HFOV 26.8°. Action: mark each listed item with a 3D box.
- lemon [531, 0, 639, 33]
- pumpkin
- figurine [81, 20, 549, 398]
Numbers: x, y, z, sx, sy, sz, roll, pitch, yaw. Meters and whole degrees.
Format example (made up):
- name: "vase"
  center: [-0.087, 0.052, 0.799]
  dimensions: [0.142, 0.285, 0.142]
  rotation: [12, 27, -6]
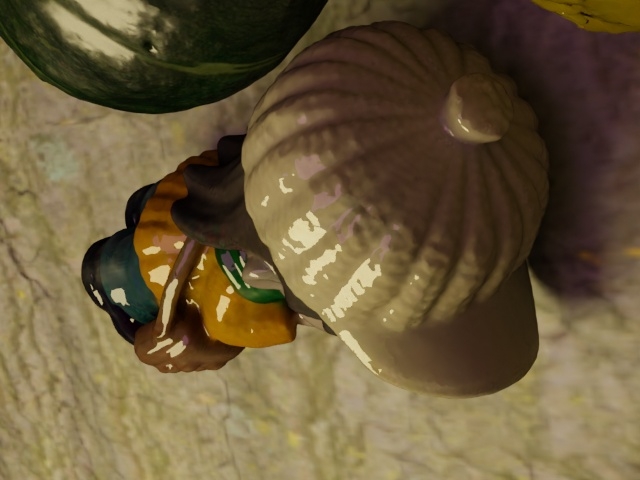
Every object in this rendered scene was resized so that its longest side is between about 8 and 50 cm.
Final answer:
- name: "lemon"
  center: [0.139, -0.237, 0.553]
  dimensions: [0.268, 0.268, 0.322]
  rotation: [-2, 103, 42]
- name: "pumpkin"
  center: [-0.089, -0.222, 0.768]
  dimensions: [0.300, 0.207, 0.300]
  rotation: [-52, 28, 42]
- name: "figurine"
  center: [-0.021, -0.020, 0.800]
  dimensions: [0.332, 0.185, 0.204]
  rotation: [2, 135, 37]
